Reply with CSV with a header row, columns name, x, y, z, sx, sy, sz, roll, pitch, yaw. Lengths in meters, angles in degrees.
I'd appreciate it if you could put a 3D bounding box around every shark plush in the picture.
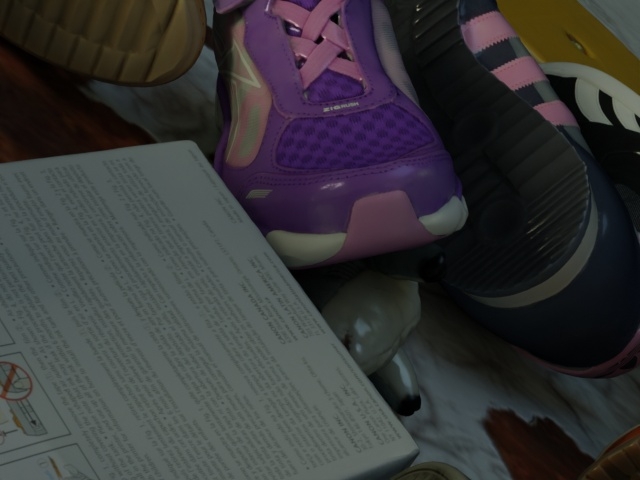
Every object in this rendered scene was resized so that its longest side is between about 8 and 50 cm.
name,x,y,z,sx,sy,sz,roll,pitch,yaw
shark plush,0.000,0.000,0.622,0.067,0.073,0.161,0,42,-14

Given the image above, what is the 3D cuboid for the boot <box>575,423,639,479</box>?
name,x,y,z,sx,sy,sz,roll,pitch,yaw
boot,0.172,0.075,0.628,0.059,0.158,0.084,60,16,5

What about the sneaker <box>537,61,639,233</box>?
name,x,y,z,sx,sy,sz,roll,pitch,yaw
sneaker,0.149,-0.034,0.892,0.121,0.079,0.217,-30,41,-31

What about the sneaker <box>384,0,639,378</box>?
name,x,y,z,sx,sy,sz,roll,pitch,yaw
sneaker,0.076,-0.050,0.799,0.131,0.112,0.319,45,18,-40

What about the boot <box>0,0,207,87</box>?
name,x,y,z,sx,sy,sz,roll,pitch,yaw
boot,-0.112,-0.171,0.700,0.248,0.090,0.207,41,24,9

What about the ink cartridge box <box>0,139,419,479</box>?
name,x,y,z,sx,sy,sz,roll,pitch,yaw
ink cartridge box,-0.075,0.041,0.461,0.179,0.045,0.145,-13,56,-42

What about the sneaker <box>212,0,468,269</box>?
name,x,y,z,sx,sy,sz,roll,pitch,yaw
sneaker,-0.005,-0.068,0.616,0.095,0.104,0.236,-7,25,-6

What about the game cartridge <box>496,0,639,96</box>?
name,x,y,z,sx,sy,sz,roll,pitch,yaw
game cartridge,0.233,-0.077,1.157,0.323,0.052,0.285,48,23,10

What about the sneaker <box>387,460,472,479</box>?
name,x,y,z,sx,sy,sz,roll,pitch,yaw
sneaker,0.074,0.160,0.401,0.118,0.083,0.222,36,25,-25
